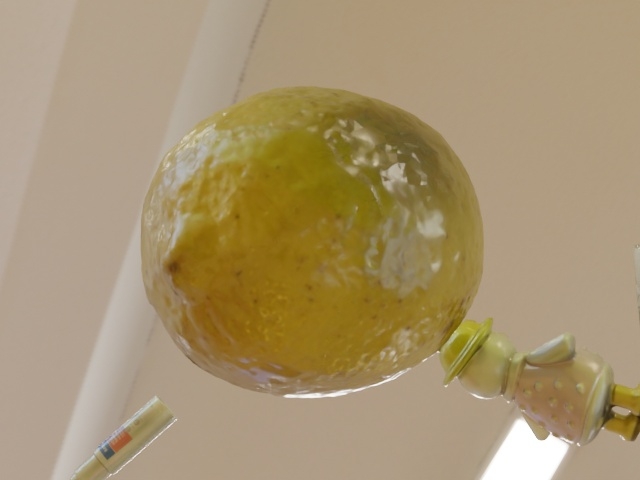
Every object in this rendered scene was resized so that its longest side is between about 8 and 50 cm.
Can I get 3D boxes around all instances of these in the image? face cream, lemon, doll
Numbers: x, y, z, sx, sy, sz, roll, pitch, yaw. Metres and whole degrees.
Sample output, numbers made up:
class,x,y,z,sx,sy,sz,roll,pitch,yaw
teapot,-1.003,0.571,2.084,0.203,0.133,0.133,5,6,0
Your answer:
class,x,y,z,sx,sy,sz,roll,pitch,yaw
face cream,-0.204,0.211,1.363,0.130,0.034,0.034,-42,-91,-5
lemon,0.000,0.000,1.073,0.253,0.310,0.253,6,-83,50
doll,0.190,0.124,1.200,0.207,0.081,0.129,20,-48,15

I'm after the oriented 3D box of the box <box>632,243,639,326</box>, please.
class,x,y,z,sx,sy,sz,roll,pitch,yaw
box,0.132,0.038,0.433,0.054,0.024,0.083,-10,-79,-14
